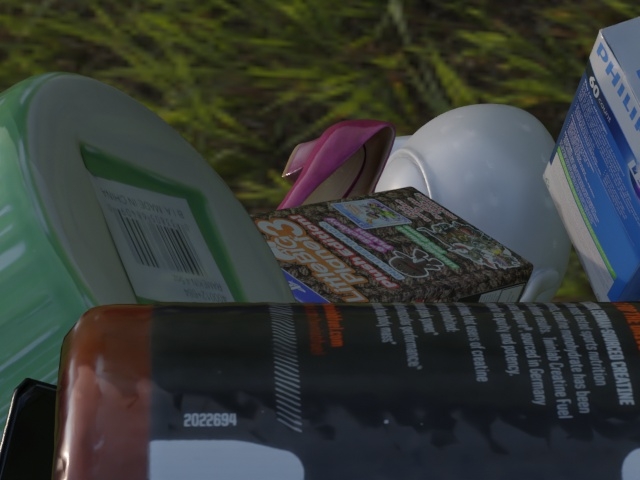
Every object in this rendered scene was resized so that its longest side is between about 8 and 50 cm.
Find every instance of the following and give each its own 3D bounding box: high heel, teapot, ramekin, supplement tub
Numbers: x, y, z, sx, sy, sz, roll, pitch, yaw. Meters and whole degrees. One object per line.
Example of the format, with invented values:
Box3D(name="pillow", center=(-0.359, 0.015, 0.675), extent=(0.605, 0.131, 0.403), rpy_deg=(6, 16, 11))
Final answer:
Box3D(name="high heel", center=(0.000, 0.000, 1.731), extent=(0.117, 0.082, 0.244), rpy_deg=(-16, 44, 47))
Box3D(name="teapot", center=(0.140, -0.022, 2.027), extent=(0.256, 0.187, 0.252), rpy_deg=(155, 108, -68))
Box3D(name="ramekin", center=(-0.140, 0.045, 1.157), extent=(0.148, 0.303, 0.303), rpy_deg=(-35, 69, 20))
Box3D(name="supplement tub", center=(0.044, 0.064, 0.409), extent=(0.198, 0.106, 0.106), rpy_deg=(-1, 92, -4))

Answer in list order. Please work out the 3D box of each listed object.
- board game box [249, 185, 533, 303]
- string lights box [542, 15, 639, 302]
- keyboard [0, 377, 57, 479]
Box3D(name="board game box", center=(0.002, 0.102, 1.534), extent=(0.141, 0.291, 0.232), rpy_deg=(35, 116, 29))
Box3D(name="string lights box", center=(0.236, -0.050, 1.381), extent=(0.259, 0.077, 0.133), rpy_deg=(98, 152, -70))
Box3D(name="keyboard", center=(-0.122, 0.165, 0.924), extent=(0.023, 0.108, 0.180), rpy_deg=(-3, 71, 57))
